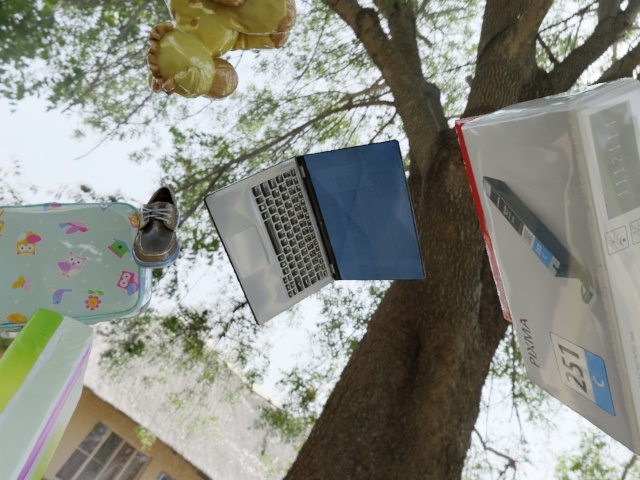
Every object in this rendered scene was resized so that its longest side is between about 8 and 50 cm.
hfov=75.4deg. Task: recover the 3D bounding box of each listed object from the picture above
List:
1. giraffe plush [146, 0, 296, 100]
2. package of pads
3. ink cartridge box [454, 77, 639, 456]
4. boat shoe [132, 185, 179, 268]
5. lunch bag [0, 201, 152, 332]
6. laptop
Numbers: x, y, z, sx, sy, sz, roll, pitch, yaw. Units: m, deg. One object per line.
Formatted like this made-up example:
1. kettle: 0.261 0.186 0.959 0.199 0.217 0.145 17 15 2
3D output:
1. giraffe plush: -0.156 -0.269 0.562 0.210 0.171 0.181 17 0 -18
2. package of pads: -0.429 0.280 0.573 0.101 0.297 0.229 23 -52 -15
3. ink cartridge box: 0.214 0.013 0.430 0.261 0.066 0.297 -139 -152 -75
4. boat shoe: -0.250 -0.026 0.630 0.066 0.183 0.066 -2 -59 -17
5. lunch bag: -0.446 0.049 0.726 0.278 0.224 0.108 -4 -7 -12
6. laptop: 0.000 0.000 1.013 0.236 0.407 0.382 24 -42 55
